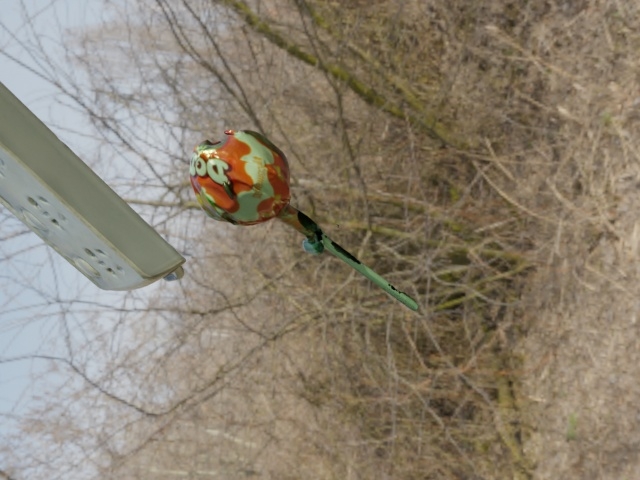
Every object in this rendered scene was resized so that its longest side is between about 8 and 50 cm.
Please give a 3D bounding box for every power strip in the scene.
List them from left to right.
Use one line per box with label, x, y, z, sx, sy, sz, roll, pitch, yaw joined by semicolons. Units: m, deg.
power strip;-0.161;-0.059;0.310;0.060;0.253;0.027;-13;36;51

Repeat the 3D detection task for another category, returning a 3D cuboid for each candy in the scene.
candy;0.000;0.000;0.388;0.055;0.184;0.049;22;78;54
